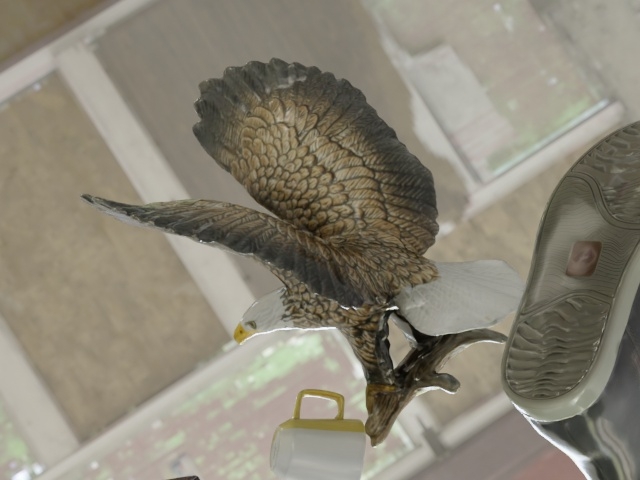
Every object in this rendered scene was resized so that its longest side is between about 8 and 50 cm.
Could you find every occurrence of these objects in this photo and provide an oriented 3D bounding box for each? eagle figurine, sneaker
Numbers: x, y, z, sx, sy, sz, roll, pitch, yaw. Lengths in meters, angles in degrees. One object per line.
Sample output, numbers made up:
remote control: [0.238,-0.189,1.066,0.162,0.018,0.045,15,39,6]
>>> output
eagle figurine: [-0.009,0.006,1.091,0.298,0.225,0.226,52,179,-9]
sneaker: [0.181,0.037,0.844,0.083,0.222,0.118,7,146,39]

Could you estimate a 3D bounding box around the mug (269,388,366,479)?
mug: [-0.005,0.160,1.087,0.078,0.064,0.062,-101,24,-61]

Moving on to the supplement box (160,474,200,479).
supplement box: [-0.127,0.213,0.764,0.188,0.081,0.104,-32,-71,-64]
